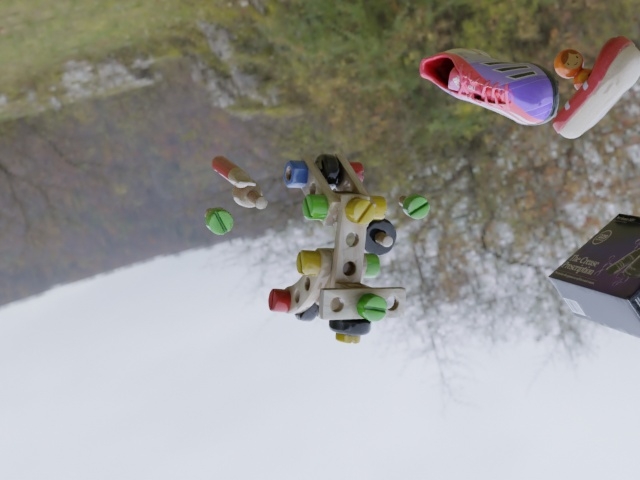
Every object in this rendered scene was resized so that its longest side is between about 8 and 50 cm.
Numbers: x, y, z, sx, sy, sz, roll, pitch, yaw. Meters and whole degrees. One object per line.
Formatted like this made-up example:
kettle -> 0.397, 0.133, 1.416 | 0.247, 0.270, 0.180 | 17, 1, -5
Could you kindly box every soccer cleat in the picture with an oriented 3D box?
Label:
soccer cleat -> 0.293, -0.271, 1.794 | 0.116, 0.108, 0.318 | -4, -158, -24

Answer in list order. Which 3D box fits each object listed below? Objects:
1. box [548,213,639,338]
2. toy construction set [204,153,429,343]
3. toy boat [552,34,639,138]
box -> 0.531, 0.056, 1.719 | 0.184, 0.103, 0.261 | -38, -166, -9
toy construction set -> 0.000, 0.000, 1.395 | 0.257, 0.309, 0.237 | -59, -155, 2
toy boat -> 0.537, -0.329, 2.079 | 0.151, 0.151, 0.231 | -33, 165, -43
